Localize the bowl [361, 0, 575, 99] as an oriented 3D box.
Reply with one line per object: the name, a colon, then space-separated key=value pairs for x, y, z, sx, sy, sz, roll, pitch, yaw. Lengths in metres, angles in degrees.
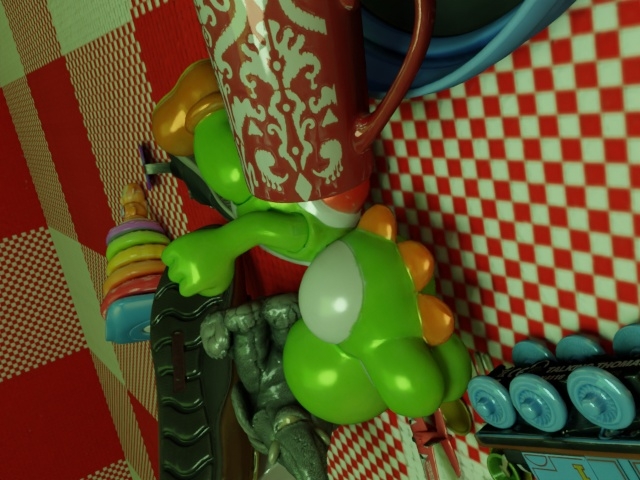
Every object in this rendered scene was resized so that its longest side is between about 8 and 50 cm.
bowl: x=0.041 y=-0.289 z=0.397 sx=0.391 sy=0.077 sz=0.391 roll=38 pitch=139 yaw=43

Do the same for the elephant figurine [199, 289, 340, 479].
elephant figurine: x=-0.038 y=0.182 z=0.741 sx=0.169 sy=0.186 sz=0.239 roll=-17 pitch=87 yaw=36

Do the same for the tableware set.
tableware set: x=0.136 y=0.172 z=0.590 sx=0.104 sy=0.024 sz=0.154 roll=-17 pitch=94 yaw=61

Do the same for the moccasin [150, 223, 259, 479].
moccasin: x=-0.135 y=0.160 z=0.867 sx=0.147 sy=0.139 sz=0.380 roll=39 pitch=-144 yaw=-60

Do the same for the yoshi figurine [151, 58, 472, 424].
yoshi figurine: x=-0.020 y=0.018 z=0.592 sx=0.362 sy=0.204 sz=0.203 roll=56 pitch=173 yaw=25

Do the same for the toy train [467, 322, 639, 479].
toy train: x=0.177 y=0.121 z=0.435 sx=0.105 sy=0.080 sz=0.184 roll=62 pitch=151 yaw=1

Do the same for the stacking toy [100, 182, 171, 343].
stacking toy: x=-0.324 y=0.022 z=1.173 sx=0.175 sy=0.166 sz=0.301 roll=120 pitch=138 yaw=-56

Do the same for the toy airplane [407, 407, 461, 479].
toy airplane: x=0.102 y=0.184 z=0.615 sx=0.151 sy=0.028 sz=0.151 roll=164 pitch=90 yaw=-88

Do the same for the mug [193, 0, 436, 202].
mug: x=-0.011 y=-0.113 z=0.411 sx=0.150 sy=0.113 sz=0.169 roll=29 pitch=136 yaw=51

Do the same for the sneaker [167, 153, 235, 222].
sneaker: x=-0.105 y=-0.062 z=0.811 sx=0.222 sy=0.083 sz=0.118 roll=44 pitch=162 yaw=26

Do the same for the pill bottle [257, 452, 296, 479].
pill bottle: x=-0.115 y=0.261 z=0.960 sx=0.229 sy=0.131 sz=0.131 roll=45 pitch=143 yaw=36

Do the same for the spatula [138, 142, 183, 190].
spatula: x=-0.252 y=-0.116 z=1.050 sx=0.296 sy=0.030 sz=0.084 roll=13 pitch=117 yaw=57
